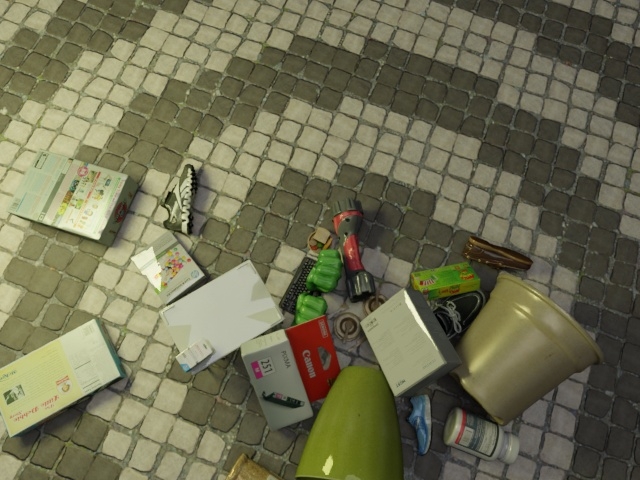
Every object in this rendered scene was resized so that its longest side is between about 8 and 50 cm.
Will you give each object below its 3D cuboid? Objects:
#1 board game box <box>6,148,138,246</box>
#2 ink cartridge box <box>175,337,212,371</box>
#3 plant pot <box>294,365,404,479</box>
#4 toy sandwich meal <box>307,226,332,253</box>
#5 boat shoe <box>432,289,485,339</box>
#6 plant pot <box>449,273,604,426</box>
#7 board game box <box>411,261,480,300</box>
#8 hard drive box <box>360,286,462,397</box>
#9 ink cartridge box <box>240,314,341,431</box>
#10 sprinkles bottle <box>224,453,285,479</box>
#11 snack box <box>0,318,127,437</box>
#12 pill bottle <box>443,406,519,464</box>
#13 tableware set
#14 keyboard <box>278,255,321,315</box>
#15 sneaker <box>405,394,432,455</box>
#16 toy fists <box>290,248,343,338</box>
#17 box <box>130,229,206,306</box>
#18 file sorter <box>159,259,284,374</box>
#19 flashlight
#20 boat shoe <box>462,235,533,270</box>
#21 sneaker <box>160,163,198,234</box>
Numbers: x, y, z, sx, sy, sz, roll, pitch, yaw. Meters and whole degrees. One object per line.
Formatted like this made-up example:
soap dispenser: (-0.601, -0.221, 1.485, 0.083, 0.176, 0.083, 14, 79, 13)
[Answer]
board game box: (-0.760, -0.132, 1.505, 0.303, 0.097, 0.224, 17, 74, 5)
ink cartridge box: (-0.321, 0.293, 1.247, 0.083, 0.028, 0.048, -35, 79, -10)
plant pot: (0.095, 0.494, 1.278, 0.275, 0.275, 0.293, 11, 59, 1)
toy sandwich meal: (0.000, 0.000, 1.522, 0.085, 0.029, 0.085, 0, 73, -2)
boat shoe: (0.365, 0.233, 1.424, 0.306, 0.105, 0.113, -27, 76, -9)
plant pot: (0.511, 0.313, 1.317, 0.305, 0.334, 0.334, -44, 79, -2)
board game box: (0.375, 0.123, 1.466, 0.181, 0.043, 0.092, -12, 35, -5)
hard drive box: (0.237, 0.275, 1.313, 0.181, 0.089, 0.232, -43, 53, 27)
ink cartridge box: (-0.062, 0.362, 1.317, 0.239, 0.060, 0.275, -18, 115, -7)
sprinkles bottle: (-0.088, 0.703, 1.262, 0.355, 0.121, 0.121, 30, 75, 8)
snack box: (-0.738, 0.383, 1.368, 0.322, 0.060, 0.187, -29, 76, -10)
pill bottle: (0.441, 0.540, 1.334, 0.180, 0.108, 0.108, 21, 74, 4)
tableware set: (0.125, 0.226, 1.453, 0.194, 0.039, 0.128, -33, 77, -11)
keyboard: (-0.041, 0.146, 1.481, 0.108, 0.023, 0.180, 26, 75, 6)
sneaker: (0.278, 0.519, 1.370, 0.073, 0.063, 0.162, -4, 68, 15)
toy fists: (-0.011, 0.154, 1.397, 0.096, 0.142, 0.279, 25, 74, -5)
box: (-0.462, 0.084, 1.479, 0.145, 0.038, 0.186, -38, 79, -12)
file sorter: (-0.265, 0.222, 1.373, 0.278, 0.173, 0.193, -30, 78, -10)
flashlight: (0.104, 0.024, 1.465, 0.103, 0.103, 0.304, -15, 66, 7)
boat shoe: (0.547, 0.053, 1.509, 0.207, 0.073, 0.073, 21, 111, 8)
sneaker: (-0.447, -0.134, 1.524, 0.106, 0.078, 0.234, 3, 75, -4)
